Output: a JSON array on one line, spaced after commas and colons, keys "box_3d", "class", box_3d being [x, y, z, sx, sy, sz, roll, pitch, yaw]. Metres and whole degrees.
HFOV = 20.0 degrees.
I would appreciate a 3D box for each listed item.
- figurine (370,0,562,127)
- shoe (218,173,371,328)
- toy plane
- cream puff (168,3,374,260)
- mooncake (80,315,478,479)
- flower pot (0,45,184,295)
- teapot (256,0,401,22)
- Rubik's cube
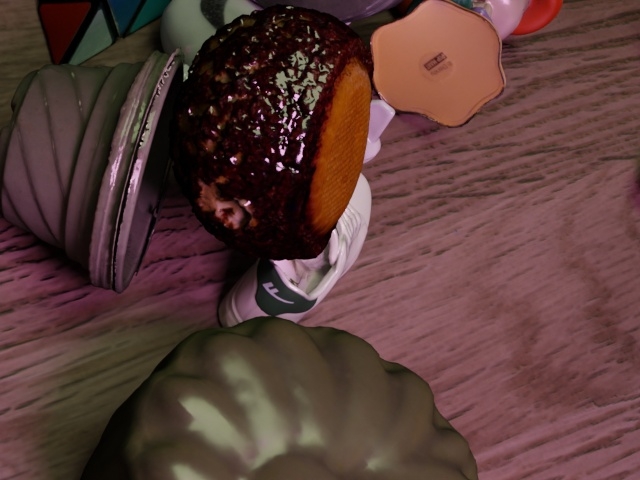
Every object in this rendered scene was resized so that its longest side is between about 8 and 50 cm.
[{"box_3d": [0.160, -0.274, 2.053, 0.208, 0.181, 0.257, 16, 39, 11], "class": "figurine"}, {"box_3d": [0.000, 0.000, 1.798, 0.095, 0.110, 0.265, 39, 49, -6], "class": "shoe"}, {"box_3d": [-0.049, -0.167, 1.862, 0.266, 0.123, 0.267, 14, 48, -16], "class": "toy plane"}, {"box_3d": [-0.047, -0.100, 1.654, 0.164, 0.239, 0.239, 14, 46, 13], "class": "cream puff"}, {"box_3d": [-0.027, 0.243, 1.560, 0.356, 0.194, 0.356, 19, 51, -25], "class": "mooncake"}, {"box_3d": [-0.213, -0.076, 1.648, 0.140, 0.235, 0.235, 17, 50, 2], "class": "flower pot"}, {"box_3d": [0.077, -0.358, 1.841, 0.239, 0.321, 0.239, -19, 91, -59], "class": "teapot"}, {"box_3d": [-0.204, -0.277, 1.811, 0.284, 0.250, 0.234, 29, 68, -22], "class": "Rubik's cube"}]
